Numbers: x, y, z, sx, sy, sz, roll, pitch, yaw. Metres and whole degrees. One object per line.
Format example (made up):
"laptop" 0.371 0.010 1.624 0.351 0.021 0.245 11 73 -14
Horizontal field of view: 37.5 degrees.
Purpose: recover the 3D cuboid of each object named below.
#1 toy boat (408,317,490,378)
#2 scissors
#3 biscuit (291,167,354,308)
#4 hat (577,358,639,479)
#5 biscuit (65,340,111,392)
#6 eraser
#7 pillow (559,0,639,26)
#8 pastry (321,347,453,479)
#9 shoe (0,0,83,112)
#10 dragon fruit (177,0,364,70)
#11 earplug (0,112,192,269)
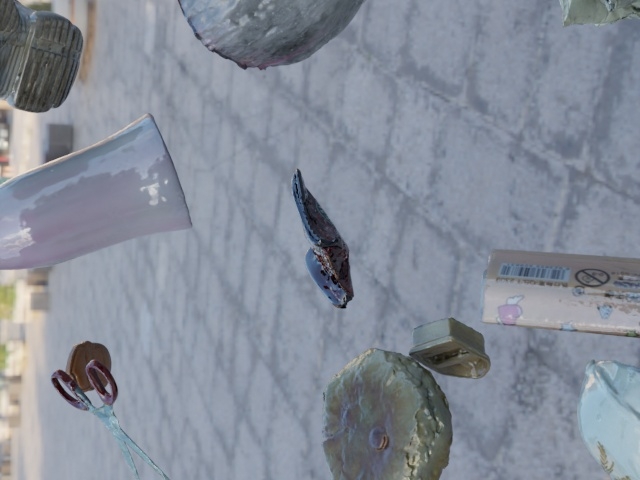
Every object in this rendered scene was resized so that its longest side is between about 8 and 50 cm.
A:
"toy boat" 0.268 0.219 1.876 0.116 0.188 0.061 -24 50 33
"scissors" -0.328 0.301 1.508 0.144 0.017 0.247 -18 109 40
"biscuit" 0.002 0.005 1.548 0.151 0.063 0.235 55 169 36
"hat" 0.464 0.335 1.411 0.258 0.168 0.301 80 -164 -75
"biscuit" -0.454 0.248 1.855 0.130 0.019 0.102 13 -105 -65
"eraser" 0.404 0.079 1.468 0.171 0.291 0.087 -58 -33 -56
"pillow" 0.310 -0.327 1.019 0.078 0.134 0.181 -6 93 57
"pastry" 0.129 0.363 1.805 0.330 0.136 0.329 -16 69 49
"shoe" -0.485 -0.264 1.223 0.171 0.198 0.351 -68 -21 4
"dragon fruit" -0.027 -0.329 1.068 0.221 0.283 0.203 -25 68 30
"earplug" -0.345 -0.045 1.291 0.172 0.301 0.172 159 90 -78
